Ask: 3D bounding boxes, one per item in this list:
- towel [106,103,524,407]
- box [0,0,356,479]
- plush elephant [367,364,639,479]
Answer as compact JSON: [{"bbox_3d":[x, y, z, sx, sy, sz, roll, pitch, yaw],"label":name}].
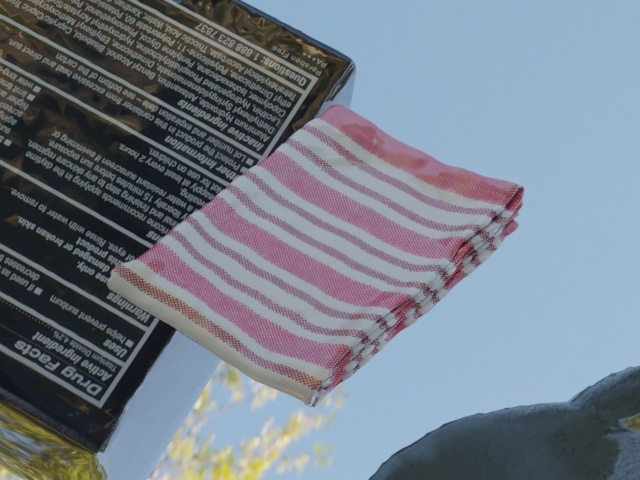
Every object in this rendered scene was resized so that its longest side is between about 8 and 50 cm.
[{"bbox_3d":[0.000,0.000,1.056,0.144,0.197,0.029,26,-43,29],"label":"towel"},{"bbox_3d":[-0.180,-0.029,1.235,0.296,0.294,0.183,29,-23,10],"label":"box"},{"bbox_3d":[0.111,0.202,0.738,0.330,0.272,0.255,-11,-59,31],"label":"plush elephant"}]
